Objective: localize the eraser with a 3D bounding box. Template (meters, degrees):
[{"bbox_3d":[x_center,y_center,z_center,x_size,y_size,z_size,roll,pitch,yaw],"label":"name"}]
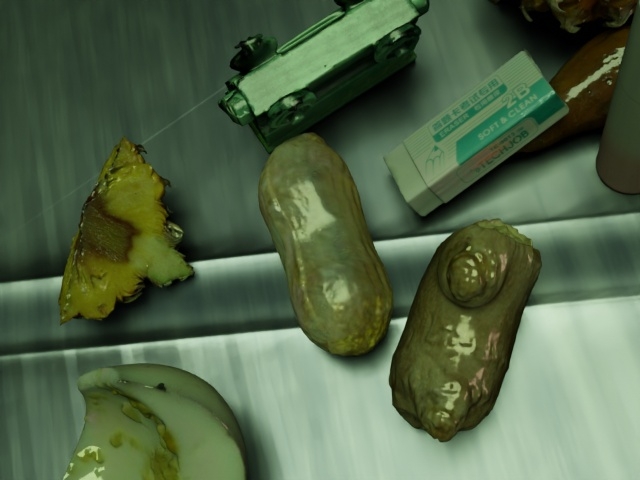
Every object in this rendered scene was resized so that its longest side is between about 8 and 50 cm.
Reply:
[{"bbox_3d":[0.192,-0.134,1.000,0.225,0.052,0.096,-37,48,17],"label":"eraser"}]

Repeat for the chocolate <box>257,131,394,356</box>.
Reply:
[{"bbox_3d":[0.000,0.000,0.991,0.134,0.134,0.309,-18,66,4],"label":"chocolate"}]

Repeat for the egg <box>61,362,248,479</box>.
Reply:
[{"bbox_3d":[-0.194,0.252,0.915,0.206,0.162,0.271,13,105,-16],"label":"egg"}]

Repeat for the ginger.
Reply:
[{"bbox_3d":[0.160,0.091,0.883,0.130,0.221,0.276,18,64,9],"label":"ginger"}]

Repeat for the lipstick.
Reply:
[{"bbox_3d":[0.367,-0.159,0.868,0.087,0.327,0.087,-4,67,10],"label":"lipstick"}]

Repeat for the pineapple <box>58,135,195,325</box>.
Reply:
[{"bbox_3d":[-0.257,-0.002,1.077,0.164,0.139,0.250,12,84,-26],"label":"pineapple"}]

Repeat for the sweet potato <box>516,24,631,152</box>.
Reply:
[{"bbox_3d":[0.382,-0.217,1.010,0.359,0.112,0.112,-33,65,-2],"label":"sweet potato"}]

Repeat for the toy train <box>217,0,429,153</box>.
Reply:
[{"bbox_3d":[0.004,-0.237,1.052,0.300,0.202,0.120,-33,89,-3],"label":"toy train"}]

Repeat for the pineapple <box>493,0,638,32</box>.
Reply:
[{"bbox_3d":[0.328,-0.327,1.014,0.344,0.286,0.209,11,64,-30],"label":"pineapple"}]
